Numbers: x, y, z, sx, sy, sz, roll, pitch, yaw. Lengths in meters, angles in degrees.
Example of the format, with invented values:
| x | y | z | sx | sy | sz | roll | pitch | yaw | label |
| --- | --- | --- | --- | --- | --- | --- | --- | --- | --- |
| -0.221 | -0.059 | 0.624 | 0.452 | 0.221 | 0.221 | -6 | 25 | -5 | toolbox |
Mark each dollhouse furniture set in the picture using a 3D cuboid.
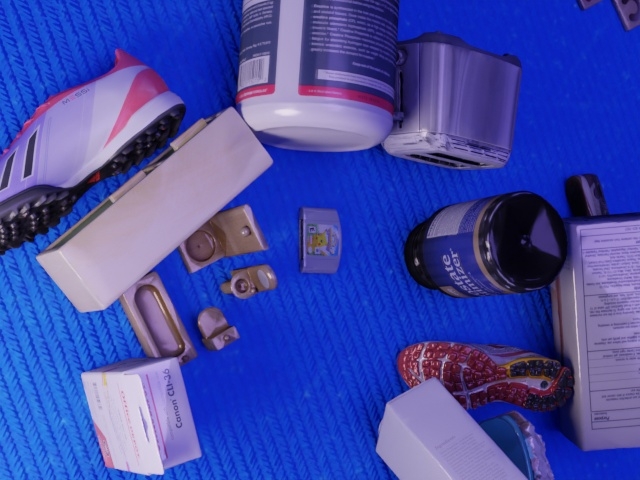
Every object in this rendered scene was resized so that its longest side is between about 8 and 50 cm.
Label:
| x | y | z | sx | sy | sz | roll | pitch | yaw | label |
| --- | --- | --- | --- | --- | --- | --- | --- | --- | --- |
| -0.137 | 0.059 | 1.557 | 0.151 | 0.123 | 0.144 | -29 | 98 | -26 | dollhouse furniture set |

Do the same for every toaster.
| x | y | z | sx | sy | sz | roll | pitch | yaw | label |
| --- | --- | --- | --- | --- | --- | --- | --- | --- | --- |
| 0.169 | -0.173 | 1.722 | 0.227 | 0.129 | 0.146 | 9 | 85 | -44 | toaster |

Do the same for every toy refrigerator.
| x | y | z | sx | sy | sz | roll | pitch | yaw | label |
| --- | --- | --- | --- | --- | --- | --- | --- | --- | --- |
| -0.192 | -0.039 | 1.552 | 0.269 | 0.102 | 0.094 | -42 | 103 | -23 | toy refrigerator |

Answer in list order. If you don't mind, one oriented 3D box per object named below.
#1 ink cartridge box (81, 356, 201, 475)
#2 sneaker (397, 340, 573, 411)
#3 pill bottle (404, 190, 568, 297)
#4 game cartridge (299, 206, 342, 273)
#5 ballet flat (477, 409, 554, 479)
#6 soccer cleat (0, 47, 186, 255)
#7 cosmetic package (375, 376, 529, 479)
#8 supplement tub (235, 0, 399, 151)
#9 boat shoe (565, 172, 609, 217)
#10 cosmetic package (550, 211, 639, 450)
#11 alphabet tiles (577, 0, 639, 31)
| x | y | z | sx | sy | sz | roll | pitch | yaw | label |
| --- | --- | --- | --- | --- | --- | --- | --- | --- | --- |
| -0.192 | 0.191 | 1.476 | 0.067 | 0.198 | 0.115 | -15 | 92 | -26 | ink cartridge box |
| 0.207 | 0.175 | 1.746 | 0.225 | 0.093 | 0.088 | 11 | 97 | -10 | sneaker |
| 0.198 | 0.010 | 1.674 | 0.123 | 0.219 | 0.123 | 3 | 83 | -26 | pill bottle |
| 0.000 | 0.000 | 1.692 | 0.056 | 0.017 | 0.083 | 2 | 84 | -30 | game cartridge |
| 0.247 | 0.420 | 1.729 | 0.147 | 0.147 | 0.409 | 1 | 87 | -26 | ballet flat |
| -0.303 | -0.096 | 1.515 | 0.318 | 0.108 | 0.116 | -38 | 79 | -21 | soccer cleat |
| 0.172 | 0.290 | 1.630 | 0.085 | 0.117 | 0.231 | -26 | 60 | -25 | cosmetic package |
| -0.001 | -0.254 | 1.617 | 0.191 | 0.191 | 0.272 | 7 | 82 | -26 | supplement tub |
| 0.385 | -0.021 | 1.861 | 0.049 | 0.056 | 0.152 | -16 | 92 | -21 | boat shoe |
| 0.391 | 0.115 | 1.771 | 0.153 | 0.129 | 0.296 | -3 | 94 | -5 | cosmetic package |
| 0.435 | -0.492 | 1.955 | 0.285 | 0.011 | 0.342 | -30 | 98 | -26 | alphabet tiles |
